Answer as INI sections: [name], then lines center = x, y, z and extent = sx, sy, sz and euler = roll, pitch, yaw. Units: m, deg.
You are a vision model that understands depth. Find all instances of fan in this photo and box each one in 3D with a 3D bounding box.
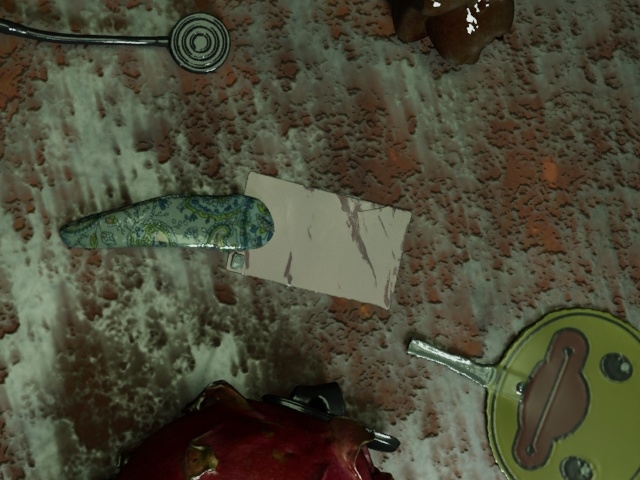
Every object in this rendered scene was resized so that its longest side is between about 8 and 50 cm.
[fan]
center = 0.250, 0.173, 1.707
extent = 0.335, 0.011, 0.229
euler = 23, 84, -10

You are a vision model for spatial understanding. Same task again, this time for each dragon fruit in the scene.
[dragon fruit]
center = -0.080, 0.270, 1.543
extent = 0.315, 0.250, 0.250
euler = 16, 85, 10

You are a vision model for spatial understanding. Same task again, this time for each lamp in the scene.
[lamp]
center = -0.275, -0.219, 1.579
extent = 0.371, 0.108, 0.130
euler = 13, 85, -9

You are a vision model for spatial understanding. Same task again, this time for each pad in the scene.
[pad]
center = 0.000, 0.000, 1.672
extent = 0.188, 0.006, 0.113
euler = 14, 85, -9

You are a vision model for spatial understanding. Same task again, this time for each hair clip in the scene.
[hair clip]
center = -0.161, -0.015, 1.626
extent = 0.229, 0.036, 0.066
euler = -3, 78, -8

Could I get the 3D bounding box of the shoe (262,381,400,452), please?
[shoe]
center = 0.015, 0.181, 1.643
extent = 0.159, 0.062, 0.053
euler = 23, 71, -8

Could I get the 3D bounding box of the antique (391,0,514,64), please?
[antique]
center = 0.143, -0.319, 1.656
extent = 0.143, 0.121, 0.256
euler = -4, 82, -19
